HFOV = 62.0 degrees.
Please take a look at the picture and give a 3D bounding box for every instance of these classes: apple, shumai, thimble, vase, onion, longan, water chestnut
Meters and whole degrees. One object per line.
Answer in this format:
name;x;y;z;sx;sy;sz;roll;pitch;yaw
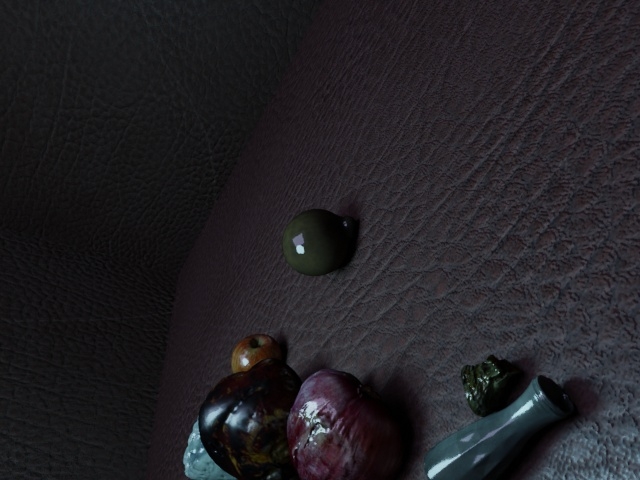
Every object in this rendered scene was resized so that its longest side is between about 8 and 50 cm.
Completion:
apple;-0.185;0.347;1.535;0.146;0.147;0.130;-128;39;-64
shumai;0.248;0.203;0.757;0.081;0.083;0.082;-23;77;23
thimble;-0.285;0.592;1.555;0.250;0.172;0.205;-67;18;5
vase;0.234;0.263;0.706;0.214;0.086;0.086;-54;28;28
onion;0.018;0.387;0.965;0.227;0.120;0.283;32;121;33
longan;0.000;0.000;1.364;0.205;0.159;0.184;-30;48;2
water chestnut;-0.139;0.421;1.249;0.289;0.289;0.244;-58;-8;31

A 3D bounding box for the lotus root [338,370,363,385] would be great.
lotus root;0.033;0.324;1.078;0.122;0.113;0.081;-58;15;33
